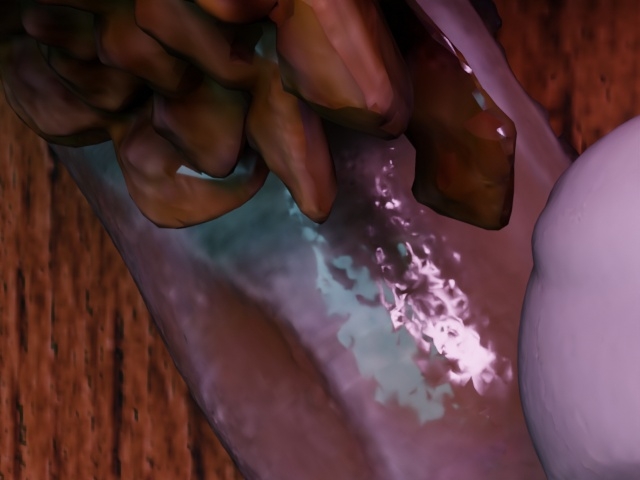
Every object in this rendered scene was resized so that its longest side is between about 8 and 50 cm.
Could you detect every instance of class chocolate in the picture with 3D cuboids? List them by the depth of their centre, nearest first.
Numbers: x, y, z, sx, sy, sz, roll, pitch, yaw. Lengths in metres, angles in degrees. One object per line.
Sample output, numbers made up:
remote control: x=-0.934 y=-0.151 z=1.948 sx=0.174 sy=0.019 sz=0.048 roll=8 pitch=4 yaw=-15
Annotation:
chocolate: x=-0.001 y=-0.001 z=0.619 sx=0.161 sy=0.083 sz=0.261 roll=-44 pitch=71 yaw=29

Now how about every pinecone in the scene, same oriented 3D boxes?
pinecone: x=-0.005 y=-0.209 z=0.460 sx=0.384 sy=0.384 sz=0.384 roll=2 pitch=94 yaw=36

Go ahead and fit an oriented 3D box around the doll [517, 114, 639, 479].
doll: x=0.168 y=0.001 z=0.461 sx=0.251 sy=0.221 sz=0.221 roll=-24 pitch=78 yaw=62
